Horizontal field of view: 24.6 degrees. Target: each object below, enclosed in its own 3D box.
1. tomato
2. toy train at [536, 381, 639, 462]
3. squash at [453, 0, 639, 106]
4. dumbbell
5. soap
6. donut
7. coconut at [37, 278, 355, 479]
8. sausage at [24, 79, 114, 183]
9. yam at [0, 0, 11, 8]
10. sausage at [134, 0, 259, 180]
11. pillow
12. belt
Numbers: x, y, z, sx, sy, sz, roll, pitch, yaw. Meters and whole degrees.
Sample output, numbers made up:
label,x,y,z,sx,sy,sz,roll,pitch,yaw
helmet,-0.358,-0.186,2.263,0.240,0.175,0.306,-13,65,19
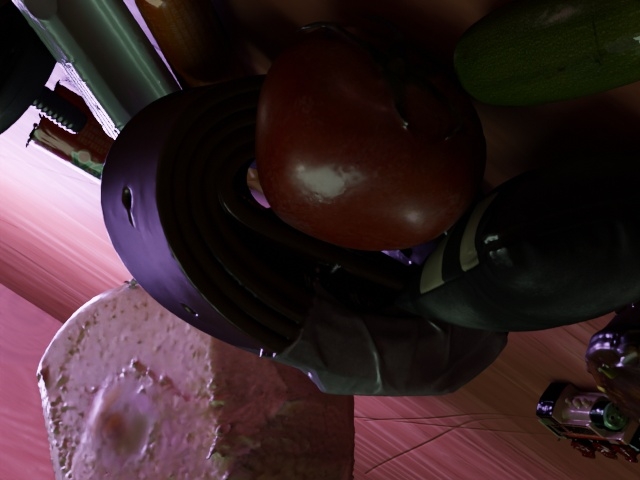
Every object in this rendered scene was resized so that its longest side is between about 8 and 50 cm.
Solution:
label,x,y,z,sx,sy,sz,roll,pitch,yaw
tomato,0.025,-0.067,1.005,0.167,0.167,0.167,28,164,9
toy train,0.287,0.188,1.521,0.087,0.050,0.138,39,162,-18
squash,0.147,-0.115,0.818,0.066,0.066,0.252,36,162,-20
dumbbell,-0.324,-0.180,1.219,0.325,0.143,0.143,35,164,-34
soap,-0.175,-0.151,1.168,0.119,0.066,0.198,41,168,48
donut,0.325,0.115,1.148,0.230,0.096,0.216,24,165,21
coconut,-0.139,0.236,1.835,0.404,0.405,0.404,28,164,9
sausage,-0.174,-0.069,1.516,0.264,0.083,0.083,30,164,-4
yam,-0.315,-0.227,1.314,0.054,0.054,0.132,10,156,51
sausage,-0.089,-0.134,1.198,0.053,0.053,0.348,24,164,20
pillow,0.164,0.007,1.016,0.186,0.106,0.250,-13,171,-13
belt,0.000,0.000,1.145,0.338,0.217,0.122,27,166,-28
